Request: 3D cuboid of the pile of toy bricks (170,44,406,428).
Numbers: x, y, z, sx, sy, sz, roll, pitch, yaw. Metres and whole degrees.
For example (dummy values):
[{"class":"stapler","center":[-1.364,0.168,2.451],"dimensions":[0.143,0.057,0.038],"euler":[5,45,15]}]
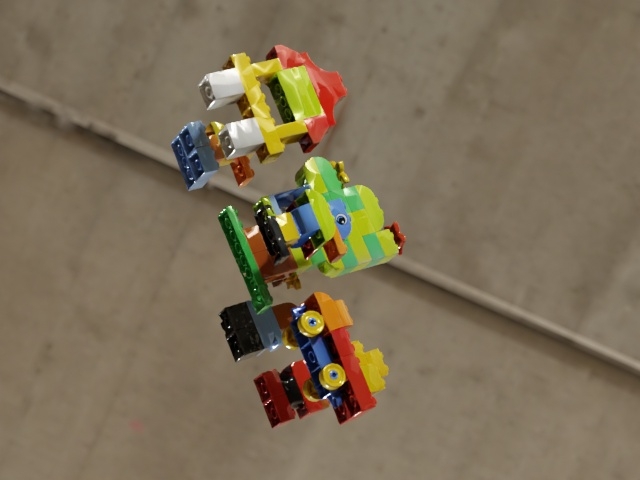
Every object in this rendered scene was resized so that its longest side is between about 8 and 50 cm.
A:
[{"class":"pile of toy bricks","center":[0.000,0.000,0.993],"dimensions":[0.118,0.105,0.212],"euler":[-41,-112,60]}]
